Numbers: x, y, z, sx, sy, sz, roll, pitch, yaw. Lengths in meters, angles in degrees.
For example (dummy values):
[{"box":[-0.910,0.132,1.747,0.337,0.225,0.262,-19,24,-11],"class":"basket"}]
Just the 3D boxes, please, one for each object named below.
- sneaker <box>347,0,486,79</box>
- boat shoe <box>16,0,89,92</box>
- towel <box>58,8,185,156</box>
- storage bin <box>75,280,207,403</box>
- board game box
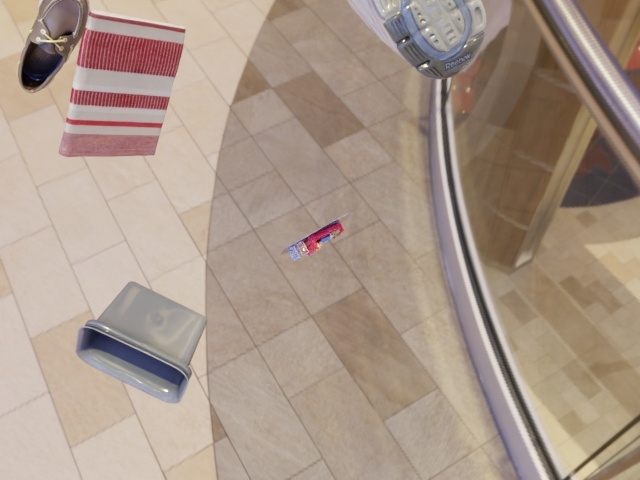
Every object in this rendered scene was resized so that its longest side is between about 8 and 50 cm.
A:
[{"box":[0.034,-0.280,0.605,0.111,0.297,0.129,-37,21,-1],"class":"sneaker"},{"box":[-0.657,-0.487,1.561,0.116,0.324,0.097,23,49,-33],"class":"boat shoe"},{"box":[-0.439,-0.335,1.420,0.237,0.329,0.037,-9,41,-47],"class":"towel"},{"box":[-0.204,0.118,0.759,0.135,0.098,0.091,27,46,-3],"class":"storage bin"},{"box":[0.000,0.000,1.265,0.168,0.133,0.033,-29,86,13],"class":"board game box"}]
